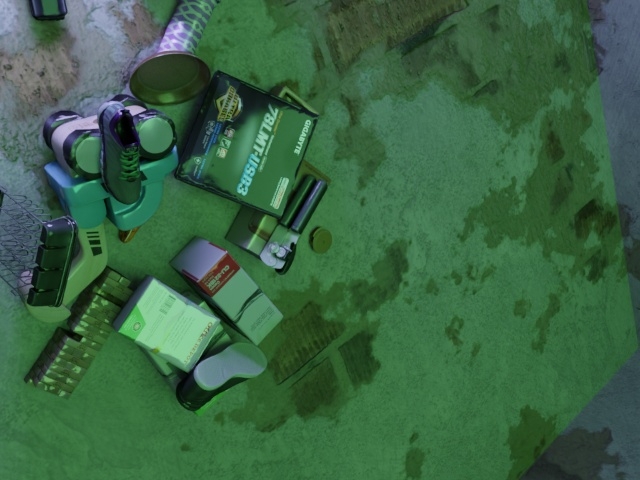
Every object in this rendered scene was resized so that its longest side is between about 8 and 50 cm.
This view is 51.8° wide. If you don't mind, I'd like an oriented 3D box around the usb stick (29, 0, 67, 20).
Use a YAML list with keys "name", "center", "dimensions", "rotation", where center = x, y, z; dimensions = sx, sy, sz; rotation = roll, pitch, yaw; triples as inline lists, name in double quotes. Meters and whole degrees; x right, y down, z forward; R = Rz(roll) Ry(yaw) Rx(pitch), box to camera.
- name: "usb stick"
  center: [-0.610, -0.618, 1.419]
  dimensions: [0.077, 0.045, 0.278]
  rotation: [-15, 110, -25]

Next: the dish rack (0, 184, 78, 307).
- name: "dish rack"
  center: [-0.643, 0.002, 1.413]
  dimensions: [0.074, 0.271, 0.209]
  rotation: [-7, 123, -56]

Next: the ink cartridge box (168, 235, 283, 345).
- name: "ink cartridge box"
  center: [-0.252, 0.134, 1.773]
  dimensions: [0.114, 0.197, 0.273]
  rotation: [-48, 124, -15]

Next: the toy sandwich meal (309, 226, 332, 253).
- name: "toy sandwich meal"
  center: [0.000, 0.000, 2.033]
  dimensions: [0.085, 0.029, 0.086]
  rotation: [-14, 113, -37]

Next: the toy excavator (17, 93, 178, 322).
- name: "toy excavator"
  center: [-0.521, -0.067, 1.537]
  dimensions: [0.432, 0.222, 0.446]
  rotation: [-24, 123, -28]

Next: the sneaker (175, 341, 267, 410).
- name: "sneaker"
  center: [-0.268, 0.358, 1.744]
  dimensions: [0.147, 0.105, 0.295]
  rotation: [-40, 165, 27]

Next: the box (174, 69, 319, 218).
- name: "box"
  center: [-0.189, -0.243, 1.704]
  dimensions: [0.293, 0.073, 0.296]
  rotation: [22, 91, -15]

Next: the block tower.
- name: "block tower"
  center: [-0.584, 0.227, 1.619]
  dimensions: [0.091, 0.097, 0.336]
  rotation: [37, 80, -36]

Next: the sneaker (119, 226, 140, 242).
- name: "sneaker"
  center: [-0.450, -0.068, 1.664]
  dimensions: [0.067, 0.064, 0.175]
  rotation: [33, 84, -47]

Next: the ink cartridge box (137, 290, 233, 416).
- name: "ink cartridge box"
  center: [-0.348, 0.307, 1.797]
  dimensions: [0.198, 0.114, 0.273]
  rotation: [-41, 122, -21]

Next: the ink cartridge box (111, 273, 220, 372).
- name: "ink cartridge box"
  center: [-0.379, 0.206, 1.631]
  dimensions: [0.212, 0.093, 0.154]
  rotation: [37, 77, -24]

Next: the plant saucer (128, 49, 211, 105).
- name: "plant saucer"
  center: [-0.365, -0.398, 1.593]
  dimensions: [0.198, 0.198, 0.036]
  rotation: [-3, 65, -36]

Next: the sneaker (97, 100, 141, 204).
- name: "sneaker"
  center: [-0.408, -0.170, 1.361]
  dimensions: [0.083, 0.098, 0.224]
  rotation: [-22, 121, -30]

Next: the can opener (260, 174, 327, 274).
- name: "can opener"
  center: [-0.071, -0.045, 1.791]
  dimensions: [0.281, 0.074, 0.093]
  rotation: [-62, 161, -5]

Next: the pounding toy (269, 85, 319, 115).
- name: "pounding toy"
  center: [-0.145, -0.336, 1.807]
  dimensions: [0.206, 0.094, 0.181]
  rotation: [35, 85, -27]

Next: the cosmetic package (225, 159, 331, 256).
- name: "cosmetic package"
  center: [-0.118, -0.088, 1.859]
  dimensions: [0.153, 0.129, 0.296]
  rotation: [32, 83, -38]

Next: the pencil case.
- name: "pencil case"
  center: [-0.329, -0.524, 1.629]
  dimensions: [0.086, 0.088, 0.206]
  rotation: [26, 85, 4]
